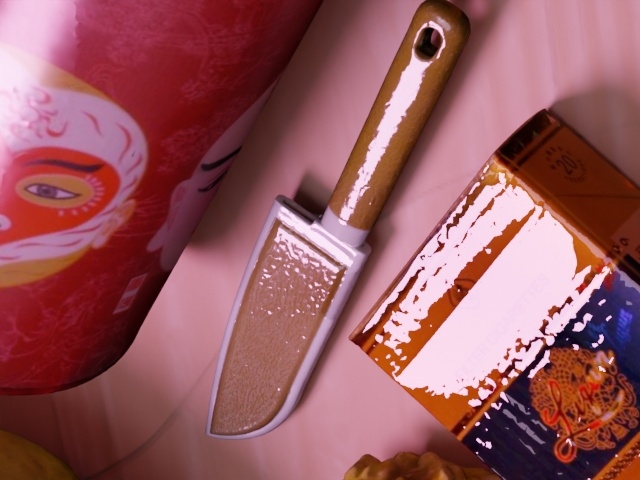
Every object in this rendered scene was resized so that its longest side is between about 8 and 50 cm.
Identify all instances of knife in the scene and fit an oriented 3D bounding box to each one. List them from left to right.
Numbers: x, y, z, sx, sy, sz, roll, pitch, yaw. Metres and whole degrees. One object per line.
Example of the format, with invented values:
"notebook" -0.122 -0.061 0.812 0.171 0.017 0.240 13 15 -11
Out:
"knife" -0.001 -0.001 1.077 0.061 0.027 0.343 34 129 12

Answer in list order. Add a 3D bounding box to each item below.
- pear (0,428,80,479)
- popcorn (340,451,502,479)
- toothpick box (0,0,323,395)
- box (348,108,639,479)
"pear" -0.270 0.283 1.195 0.391 0.391 0.391 14 120 27
"popcorn" 0.050 0.171 1.079 0.120 0.106 0.116 34 136 15
"toothpick box" -0.121 -0.103 0.993 0.204 0.204 0.333 41 129 10
"box" 0.147 0.070 0.991 0.237 0.070 0.152 43 129 9
